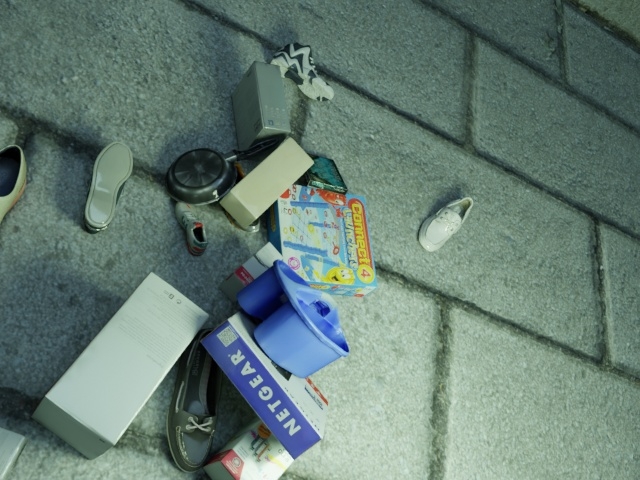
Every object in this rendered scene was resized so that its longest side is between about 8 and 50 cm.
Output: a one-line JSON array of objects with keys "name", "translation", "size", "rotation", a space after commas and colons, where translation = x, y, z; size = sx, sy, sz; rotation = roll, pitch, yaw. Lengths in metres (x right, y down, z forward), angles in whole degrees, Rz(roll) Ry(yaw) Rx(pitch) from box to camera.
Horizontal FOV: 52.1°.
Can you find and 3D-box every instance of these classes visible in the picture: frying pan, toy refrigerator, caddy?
[{"name": "frying pan", "translation": [-0.263, -0.193, 1.781], "size": [0.327, 0.053, 0.197], "rotation": [-11, 56, -2]}, {"name": "toy refrigerator", "translation": [-0.146, -0.159, 1.798], "size": [0.102, 0.094, 0.269], "rotation": [46, 56, -7]}, {"name": "caddy", "translation": [-0.047, 0.185, 1.600], "size": [0.241, 0.179, 0.341], "rotation": [60, 7, 33]}]

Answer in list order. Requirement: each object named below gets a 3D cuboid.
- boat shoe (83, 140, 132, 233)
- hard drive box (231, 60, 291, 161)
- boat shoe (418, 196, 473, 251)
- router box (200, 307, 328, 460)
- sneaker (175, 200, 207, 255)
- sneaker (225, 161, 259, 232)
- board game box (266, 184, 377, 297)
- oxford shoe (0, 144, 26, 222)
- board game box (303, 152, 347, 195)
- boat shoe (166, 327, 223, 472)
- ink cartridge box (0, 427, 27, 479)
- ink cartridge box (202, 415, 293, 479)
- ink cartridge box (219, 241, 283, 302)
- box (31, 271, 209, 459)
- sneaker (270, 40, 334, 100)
[{"name": "boat shoe", "translation": [-0.540, -0.133, 1.657], "size": [0.095, 0.079, 0.254], "rotation": [17, 61, -26]}, {"name": "hard drive box", "translation": [-0.180, -0.378, 1.935], "size": [0.089, 0.181, 0.232], "rotation": [3, 66, -30]}, {"name": "boat shoe", "translation": [0.425, -0.068, 2.194], "size": [0.098, 0.096, 0.277], "rotation": [47, 52, -3]}, {"name": "router box", "translation": [-0.119, 0.320, 1.555], "size": [0.082, 0.301, 0.335], "rotation": [-39, 90, 3]}, {"name": "sneaker", "translation": [-0.335, -0.044, 1.737], "size": [0.057, 0.075, 0.161], "rotation": [-11, 73, -35]}, {"name": "sneaker", "translation": [-0.226, -0.121, 1.839], "size": [0.084, 0.083, 0.214], "rotation": [-19, 79, -38]}, {"name": "board game box", "translation": [0.000, 0.000, 1.910], "size": [0.302, 0.086, 0.308], "rotation": [7, 63, -28]}, {"name": "oxford shoe", "translation": [-0.769, -0.052, 1.432], "size": [0.141, 0.146, 0.396], "rotation": [24, 56, -20]}, {"name": "board game box", "translation": [0.002, -0.207, 1.996], "size": [0.126, 0.026, 0.186], "rotation": [12, 31, -23]}, {"name": "boat shoe", "translation": [-0.290, 0.365, 1.542], "size": [0.112, 0.095, 0.334], "rotation": [14, 60, -25]}, {"name": "ink cartridge box", "translation": [-0.706, 0.432, 1.305], "size": [0.180, 0.045, 0.145], "rotation": [20, 56, 0]}, {"name": "ink cartridge box", "translation": [-0.156, 0.509, 1.530], "size": [0.128, 0.127, 0.176], "rotation": [50, 51, 0]}, {"name": "ink cartridge box", "translation": [-0.183, 0.084, 1.741], "size": [0.063, 0.109, 0.150], "rotation": [48, 52, 0]}, {"name": "box", "translation": [-0.432, 0.272, 1.429], "size": [0.168, 0.215, 0.345], "rotation": [39, 52, -8]}, {"name": "sneaker", "translation": [-0.038, -0.576, 2.175], "size": [0.235, 0.094, 0.153], "rotation": [28, 63, -4]}]
